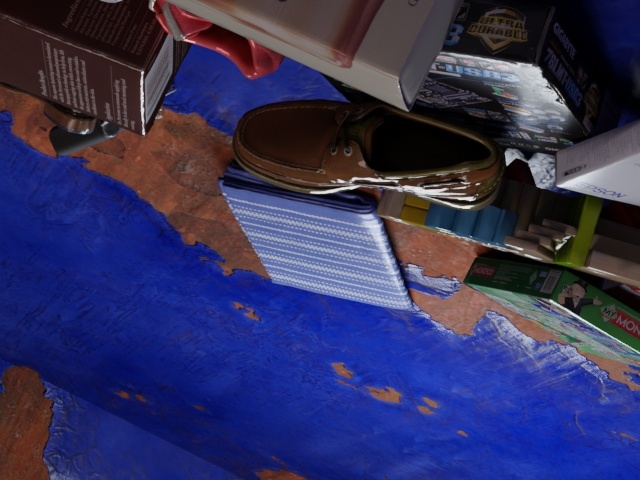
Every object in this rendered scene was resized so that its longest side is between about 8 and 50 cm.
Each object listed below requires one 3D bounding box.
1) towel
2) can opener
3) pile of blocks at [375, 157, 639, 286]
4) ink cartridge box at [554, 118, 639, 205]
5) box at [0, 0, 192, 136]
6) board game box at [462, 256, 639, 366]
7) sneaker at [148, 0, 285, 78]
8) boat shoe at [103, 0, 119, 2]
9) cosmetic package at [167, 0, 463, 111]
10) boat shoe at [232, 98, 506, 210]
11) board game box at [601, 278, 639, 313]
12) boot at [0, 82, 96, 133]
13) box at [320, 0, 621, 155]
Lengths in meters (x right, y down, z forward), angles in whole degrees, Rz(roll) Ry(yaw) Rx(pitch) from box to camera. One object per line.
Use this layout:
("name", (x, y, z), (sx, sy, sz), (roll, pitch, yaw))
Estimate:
("towel", (0.000, 0.000, 2.271), (0.243, 0.040, 0.336), (12, 157, 19))
("can opener", (-0.289, -0.181, 2.113), (0.280, 0.074, 0.093), (-20, 98, 55))
("pile of blocks", (0.238, -0.042, 1.834), (0.362, 0.113, 0.149), (15, 178, 21))
("ink cartridge box", (0.398, -0.082, 1.605), (0.223, 0.045, 0.224), (11, 161, -29))
("box", (-0.261, -0.255, 1.781), (0.203, 0.167, 0.168), (22, 157, 3))
("board game box", (0.333, 0.097, 2.025), (0.213, 0.046, 0.317), (29, 175, -14))
("sneaker", (-0.146, -0.288, 1.648), (0.313, 0.136, 0.116), (32, 154, -20))
("boat shoe", (-0.208, -0.341, 1.526), (0.096, 0.088, 0.268), (29, 132, 8))
("cosmetic package", (-0.022, -0.256, 1.440), (0.296, 0.153, 0.129), (24, 176, 10))
("boat shoe", (0.050, -0.110, 1.689), (0.307, 0.111, 0.104), (6, 164, 8))
("board game box", (0.549, 0.070, 1.848), (0.308, 0.086, 0.302), (30, 156, -17))
("boot", (-0.366, -0.240, 2.057), (0.219, 0.082, 0.106), (34, 120, 23))
("box", (0.140, -0.178, 1.629), (0.295, 0.073, 0.293), (11, 167, 27))
